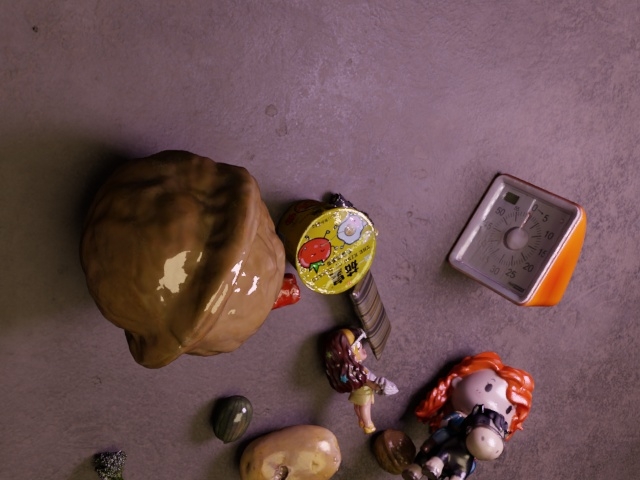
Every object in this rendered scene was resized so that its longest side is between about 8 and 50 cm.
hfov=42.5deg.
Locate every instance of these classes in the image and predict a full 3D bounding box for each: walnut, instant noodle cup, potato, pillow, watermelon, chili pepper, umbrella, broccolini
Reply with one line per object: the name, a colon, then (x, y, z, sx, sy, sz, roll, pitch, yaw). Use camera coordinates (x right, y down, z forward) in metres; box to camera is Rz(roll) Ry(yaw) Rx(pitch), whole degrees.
walnut: (-0.237, 0.026, 1.407, 0.384, 0.383, 0.383, -12, 115, -27)
instant noodle cup: (0.000, 0.000, 1.676, 0.182, 0.144, 0.182, -11, 114, -26)
potato: (-0.068, 0.496, 1.843, 0.234, 0.146, 0.150, -9, 72, -13)
pillow: (0.114, 0.162, 1.854, 0.113, 0.038, 0.203, -60, 137, -47)
watermelon: (-0.189, 0.383, 1.762, 0.078, 0.078, 0.110, 21, 99, -35)
chili pepper: (-0.099, 0.113, 1.711, 0.123, 0.073, 0.070, -17, 160, -22)
umbrella: (0.075, -0.054, 1.762, 0.040, 0.037, 0.144, -40, 126, 15)
walnut: (0.181, 0.518, 2.025, 0.105, 0.105, 0.124, -40, 119, -11)
broccolini: (-0.413, 0.528, 1.698, 0.067, 0.058, 0.216, -20, 119, -26)

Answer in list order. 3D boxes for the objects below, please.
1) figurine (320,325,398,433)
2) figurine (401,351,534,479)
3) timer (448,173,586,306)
figurine: (0.080, 0.309, 1.846, 0.116, 0.175, 0.240, -30, 104, -15)
figurine: (0.352, 0.445, 1.962, 0.306, 0.241, 0.412, -59, 171, 27)
timer: (0.465, -0.002, 1.887, 0.161, 0.257, 0.250, 8, 107, -40)
